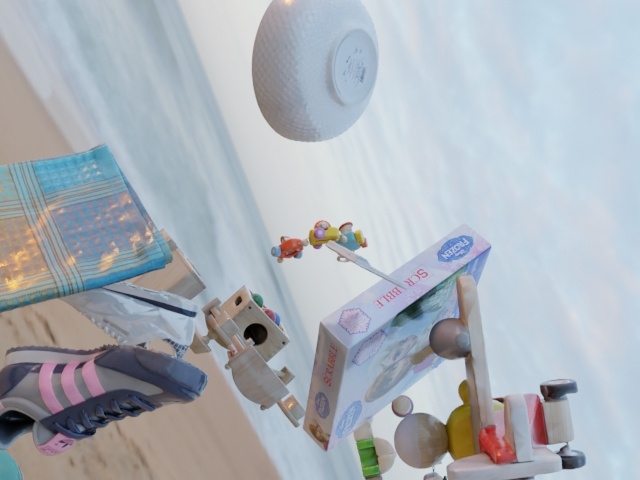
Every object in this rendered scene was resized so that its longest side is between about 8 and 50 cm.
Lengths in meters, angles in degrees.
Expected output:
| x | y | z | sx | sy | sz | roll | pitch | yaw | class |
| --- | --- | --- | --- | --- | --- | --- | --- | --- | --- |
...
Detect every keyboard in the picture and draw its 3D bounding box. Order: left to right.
| x | y | z | sx | sy | sz | roll | pitch | yaw | class |
| --- | --- | --- | --- | --- | --- | --- | --- | --- | --- |
| 0.054 | 0.030 | 1.161 | 0.072 | 0.014 | 0.256 | 33 | 0 | -8 | keyboard |

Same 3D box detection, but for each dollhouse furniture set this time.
| x | y | z | sx | sy | sz | roll | pitch | yaw | class |
| --- | --- | --- | --- | --- | --- | --- | --- | --- | --- |
| -0.229 | 0.201 | 1.686 | 0.355 | 0.174 | 0.303 | 56 | -7 | -33 | dollhouse furniture set |

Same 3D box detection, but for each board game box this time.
| x | y | z | sx | sy | sz | roll | pitch | yaw | class |
| --- | --- | --- | --- | --- | --- | --- | --- | --- | --- |
| 0.120 | 0.163 | 1.465 | 0.066 | 0.318 | 0.319 | 42 | -32 | 26 | board game box |

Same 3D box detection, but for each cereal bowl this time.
| x | y | z | sx | sy | sz | roll | pitch | yaw | class |
| --- | --- | --- | --- | --- | --- | --- | --- | --- | --- |
| 0.018 | -0.368 | 1.872 | 0.141 | 0.339 | 0.339 | 13 | -44 | 37 | cereal bowl |

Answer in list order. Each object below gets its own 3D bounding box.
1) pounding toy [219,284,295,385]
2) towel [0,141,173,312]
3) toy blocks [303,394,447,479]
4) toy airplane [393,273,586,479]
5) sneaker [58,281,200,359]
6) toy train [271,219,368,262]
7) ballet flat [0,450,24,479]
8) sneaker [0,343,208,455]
| x | y | z | sx | sy | sz | roll | pitch | yaw | class |
| --- | --- | --- | --- | --- | --- | --- | --- | --- | --- |
| -0.109 | 0.211 | 1.919 | 0.206 | 0.094 | 0.181 | 48 | 0 | -17 | pounding toy |
| -0.426 | -0.016 | 1.270 | 0.271 | 0.370 | 0.040 | 54 | -34 | 34 | towel |
| 0.138 | 0.536 | 2.203 | 0.260 | 0.309 | 0.289 | 67 | 10 | -72 | toy blocks |
| 0.234 | 0.304 | 1.330 | 0.386 | 0.272 | 0.384 | -76 | 151 | -42 | toy airplane |
| -0.300 | 0.107 | 1.329 | 0.090 | 0.235 | 0.095 | -173 | -81 | -87 | sneaker |
| 0.000 | 0.000 | 1.590 | 0.125 | 0.166 | 0.046 | -37 | -123 | 49 | toy train |
| -0.607 | 0.398 | 1.621 | 0.206 | 0.073 | 0.067 | 41 | -48 | 23 | ballet flat |
| -0.277 | 0.203 | 1.093 | 0.112 | 0.319 | 0.131 | 46 | 48 | -44 | sneaker |
